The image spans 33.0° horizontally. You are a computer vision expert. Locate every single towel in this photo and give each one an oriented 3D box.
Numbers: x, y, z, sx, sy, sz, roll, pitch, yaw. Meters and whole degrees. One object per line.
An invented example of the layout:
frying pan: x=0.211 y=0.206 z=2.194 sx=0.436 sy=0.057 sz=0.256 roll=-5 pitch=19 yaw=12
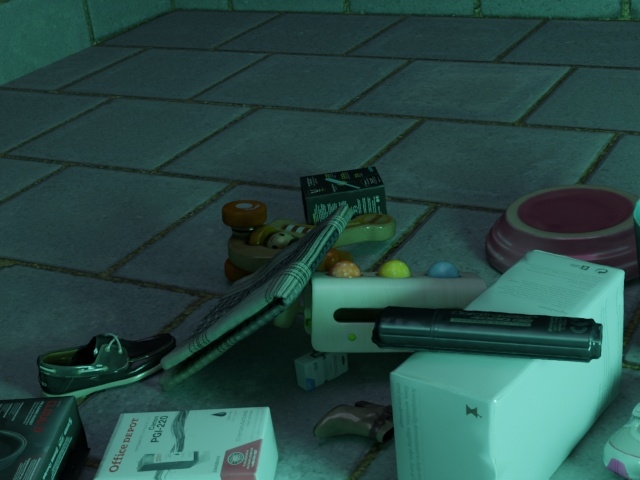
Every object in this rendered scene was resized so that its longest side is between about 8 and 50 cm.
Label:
towel: x=-0.110 y=0.085 z=1.733 sx=0.324 sy=0.056 sz=0.312 roll=-37 pitch=9 yaw=34

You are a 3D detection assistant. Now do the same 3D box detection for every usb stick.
usb stick: x=0.202 y=0.113 z=1.323 sx=0.278 sy=0.045 sz=0.077 roll=2 pitch=19 yaw=16

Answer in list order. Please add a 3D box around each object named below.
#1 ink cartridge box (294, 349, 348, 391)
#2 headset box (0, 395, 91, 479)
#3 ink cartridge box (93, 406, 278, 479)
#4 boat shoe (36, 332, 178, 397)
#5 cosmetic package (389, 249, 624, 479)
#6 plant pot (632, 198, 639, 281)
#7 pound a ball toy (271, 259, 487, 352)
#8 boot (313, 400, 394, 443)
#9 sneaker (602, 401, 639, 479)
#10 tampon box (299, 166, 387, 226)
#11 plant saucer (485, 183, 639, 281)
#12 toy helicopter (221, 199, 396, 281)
ink cartridge box: x=0.002 y=0.195 z=1.689 sx=0.083 sy=0.048 sz=0.028 roll=-22 pitch=28 yaw=-32
headset box: x=-0.460 y=0.317 z=1.466 sx=0.293 sy=0.110 sz=0.218 roll=-4 pitch=25 yaw=6
ink cartridge box: x=-0.177 y=0.305 z=1.449 sx=0.217 sy=0.092 sz=0.158 roll=-5 pitch=25 yaw=7
boat shoe: x=-0.342 y=0.190 z=1.752 sx=0.233 sy=0.079 sz=0.084 roll=-15 pitch=25 yaw=-21
cosmetic package: x=0.261 y=0.191 z=1.446 sx=0.156 sy=0.217 sz=0.385 roll=14 pitch=30 yaw=36
plant pot: x=0.613 y=0.066 z=1.599 sx=0.293 sy=0.235 sz=0.293 roll=-6 pitch=24 yaw=3
pound a ball toy: x=0.086 y=0.092 z=1.734 sx=0.319 sy=0.136 sz=0.208 roll=1 pitch=7 yaw=-6
boot: x=0.060 y=0.265 z=1.537 sx=0.118 sy=0.042 sz=0.087 roll=-25 pitch=33 yaw=-34
sneaker: x=0.462 y=0.229 z=1.432 sx=0.252 sy=0.111 sz=0.103 roll=-27 pitch=32 yaw=-36
tampon box: x=0.047 y=-0.075 z=2.192 sx=0.161 sy=0.101 sz=0.120 roll=-9 pitch=24 yaw=-3
plant saucer: x=0.469 y=-0.021 z=1.989 sx=0.332 sy=0.084 sz=0.332 roll=-6 pitch=24 yaw=3
toy helicopter: x=0.000 y=0.000 z=2.018 sx=0.355 sy=0.140 sz=0.235 roll=-12 pitch=21 yaw=-31
